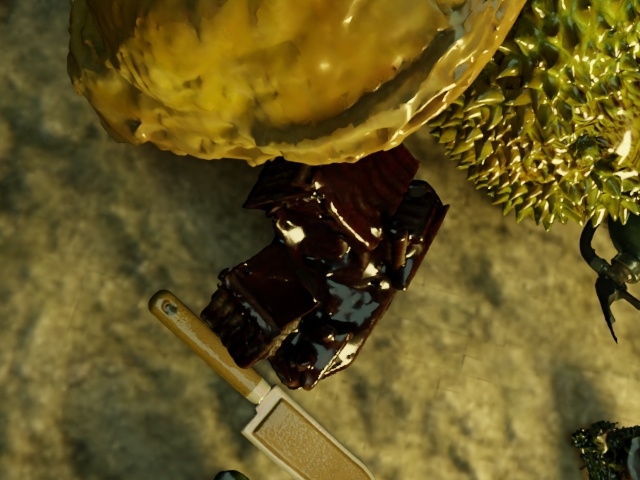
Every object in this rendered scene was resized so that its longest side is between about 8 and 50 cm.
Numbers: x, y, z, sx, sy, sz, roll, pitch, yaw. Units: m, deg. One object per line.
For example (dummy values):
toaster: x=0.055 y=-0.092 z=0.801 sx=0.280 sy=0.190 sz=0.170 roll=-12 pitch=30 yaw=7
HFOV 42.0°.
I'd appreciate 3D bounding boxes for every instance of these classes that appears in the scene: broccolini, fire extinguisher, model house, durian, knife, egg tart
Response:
broccolini: x=0.215 y=0.268 z=0.656 sx=0.057 sy=0.071 sz=0.254 roll=21 pitch=82 yaw=-46
fire extinguisher: x=0.317 y=-0.033 z=0.693 sx=0.294 sy=0.093 sz=0.118 roll=-38 pitch=60 yaw=-12
model house: x=0.006 y=0.009 z=0.605 sx=0.141 sy=0.164 sz=0.203 roll=24 pitch=78 yaw=3
durian: x=0.197 y=-0.132 z=0.607 sx=0.291 sy=0.291 sz=0.224 roll=-37 pitch=80 yaw=-13
knife: x=-0.041 y=0.136 z=0.645 sx=0.256 sy=0.022 sz=0.046 roll=43 pitch=67 yaw=-3
egg tart: x=-0.024 y=-0.213 z=0.520 sx=0.351 sy=0.153 sz=0.339 roll=19 pitch=84 yaw=36

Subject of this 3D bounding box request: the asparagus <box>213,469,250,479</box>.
asparagus: x=-0.038 y=0.308 z=0.589 sx=0.080 sy=0.080 sz=0.287 roll=-9 pitch=75 yaw=-9
